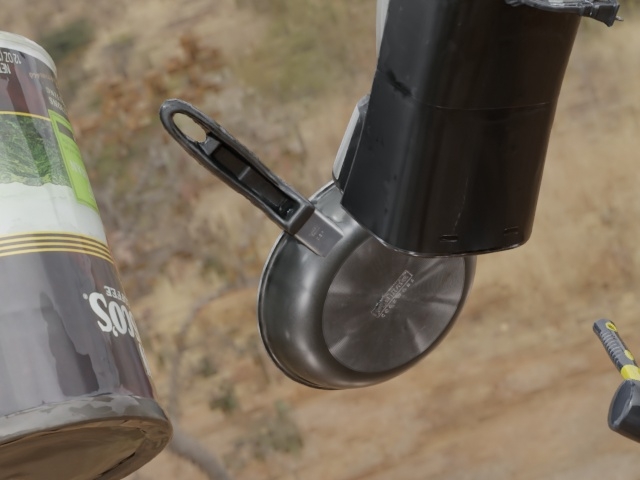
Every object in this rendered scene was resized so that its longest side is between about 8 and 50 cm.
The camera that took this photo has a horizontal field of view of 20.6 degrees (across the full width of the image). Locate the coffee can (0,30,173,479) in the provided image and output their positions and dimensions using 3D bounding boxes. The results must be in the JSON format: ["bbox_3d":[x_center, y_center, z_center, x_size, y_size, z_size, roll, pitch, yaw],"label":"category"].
[{"bbox_3d":[-0.232,0.030,1.148,0.202,0.275,0.201,-18,-18,-6],"label":"coffee can"}]

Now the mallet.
[{"bbox_3d":[0.203,0.089,1.188,0.062,0.039,0.189,19,15,-16],"label":"mallet"}]

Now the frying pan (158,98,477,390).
[{"bbox_3d":[0.025,-0.014,1.291,0.197,0.326,0.053,-34,41,-15],"label":"frying pan"}]

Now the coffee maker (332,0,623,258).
[{"bbox_3d":[0.077,-0.082,0.975,0.120,0.178,0.171,5,26,-9],"label":"coffee maker"}]
